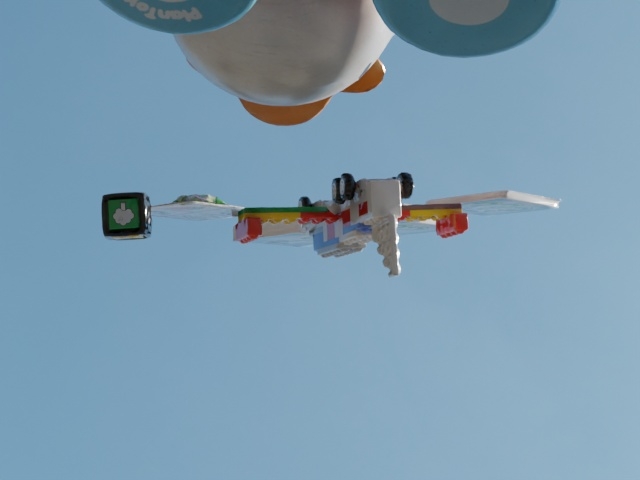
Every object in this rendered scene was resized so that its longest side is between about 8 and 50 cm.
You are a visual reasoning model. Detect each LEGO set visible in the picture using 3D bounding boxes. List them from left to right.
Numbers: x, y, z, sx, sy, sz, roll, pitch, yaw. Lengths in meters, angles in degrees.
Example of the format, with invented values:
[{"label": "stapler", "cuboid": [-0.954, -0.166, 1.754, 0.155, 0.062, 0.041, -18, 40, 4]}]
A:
[{"label": "LEGO set", "cuboid": [0.000, 0.000, 0.742, 0.182, 0.244, 0.060, -7, -97, 31]}]

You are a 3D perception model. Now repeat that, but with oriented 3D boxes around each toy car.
[{"label": "toy car", "cuboid": [0.006, -0.135, 0.638, 0.210, 0.219, 0.238, 5, -34, 2]}]
